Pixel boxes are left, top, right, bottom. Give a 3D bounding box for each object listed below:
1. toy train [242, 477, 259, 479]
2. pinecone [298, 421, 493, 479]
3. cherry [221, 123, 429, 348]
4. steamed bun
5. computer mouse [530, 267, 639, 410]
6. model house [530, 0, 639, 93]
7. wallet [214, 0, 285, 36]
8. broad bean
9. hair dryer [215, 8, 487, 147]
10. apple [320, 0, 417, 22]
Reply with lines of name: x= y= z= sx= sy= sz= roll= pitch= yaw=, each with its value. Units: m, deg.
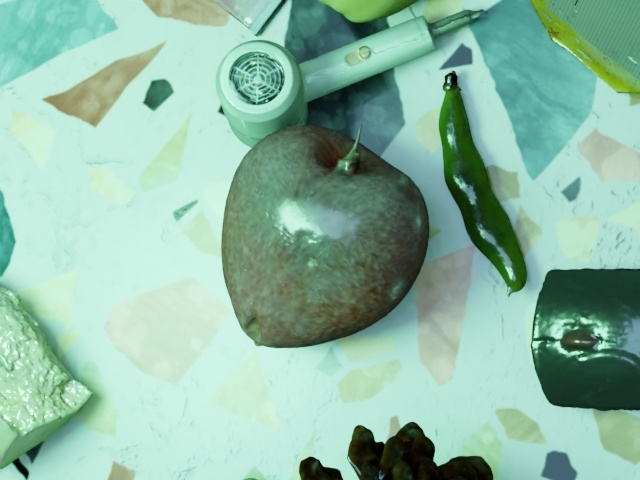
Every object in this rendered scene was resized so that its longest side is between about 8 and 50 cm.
toy train: x=-0.116 y=0.426 z=1.855 sx=0.119 sy=0.085 sz=0.251 roll=-2 pitch=81 yaw=30
pinecone: x=0.066 y=0.412 z=1.662 sx=0.397 sy=0.398 sz=0.398 roll=-1 pitch=85 yaw=14
cherry: x=0.000 y=0.000 z=1.793 sx=0.261 sy=0.221 sz=0.307 roll=33 pitch=107 yaw=23
steamed bun: x=-0.425 y=0.176 z=1.907 sx=0.225 sy=0.170 sz=0.200 roll=37 pitch=90 yaw=13
computer mouse: x=0.385 y=0.118 z=1.742 sx=0.269 sy=0.100 sz=0.170 roll=0 pitch=83 yaw=14
model house: x=0.382 y=-0.310 z=1.779 sx=0.219 sy=0.207 sz=0.136 roll=41 pitch=63 yaw=18
wallet: x=-0.058 y=-0.396 z=1.938 sx=0.119 sy=0.025 sz=0.232 roll=39 pitch=95 yaw=14
broad bean: x=0.190 y=-0.069 z=1.837 sx=0.060 sy=0.043 sz=0.298 roll=-19 pitch=79 yaw=2
hair dryer: x=0.043 y=-0.231 z=1.844 sx=0.357 sy=0.173 sz=0.108 roll=-23 pitch=81 yaw=-2
apple: x=0.070 y=-0.372 z=1.826 sx=0.200 sy=0.200 sz=0.200 roll=-1 pitch=85 yaw=14
